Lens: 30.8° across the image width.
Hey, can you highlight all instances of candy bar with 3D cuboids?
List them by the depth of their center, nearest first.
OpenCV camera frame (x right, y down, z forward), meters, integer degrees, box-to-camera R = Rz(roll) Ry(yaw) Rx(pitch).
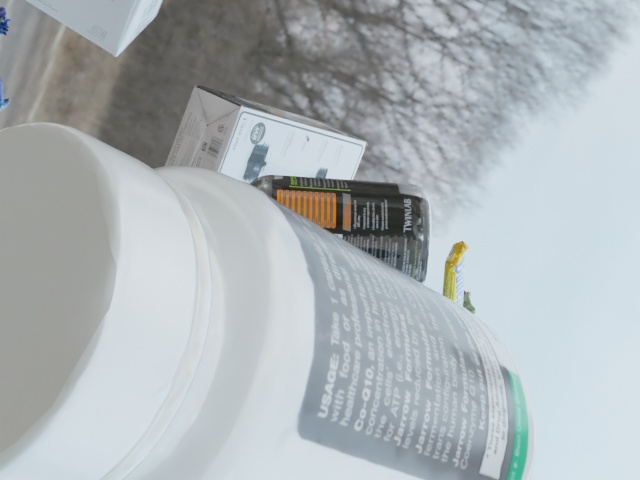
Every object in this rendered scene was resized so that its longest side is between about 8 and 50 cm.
[{"bbox_3d":[0.141,0.066,1.239,0.161,0.018,0.040,88,27,-44],"label":"candy bar"}]

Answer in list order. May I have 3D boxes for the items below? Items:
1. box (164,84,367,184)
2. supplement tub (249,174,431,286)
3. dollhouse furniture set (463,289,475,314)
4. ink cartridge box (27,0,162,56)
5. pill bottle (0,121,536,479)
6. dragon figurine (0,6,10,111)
[{"bbox_3d":[-0.074,-0.091,1.554,0.290,0.087,0.169,7,107,-54],"label":"box"},{"bbox_3d":[0.000,0.000,1.067,0.117,0.190,0.117,-176,-90,-86],"label":"supplement tub"},{"bbox_3d":[0.201,0.153,1.703,0.076,0.059,0.151,-88,170,-69],"label":"dollhouse furniture set"},{"bbox_3d":[-0.317,-0.431,1.443,0.272,0.309,0.130,-55,-176,43],"label":"ink cartridge box"},{"bbox_3d":[-0.045,0.081,0.645,0.204,0.361,0.204,-16,-118,32],"label":"pill bottle"},{"bbox_3d":[-0.487,-0.204,1.630,0.144,0.085,0.289,94,-4,-52],"label":"dragon figurine"}]
